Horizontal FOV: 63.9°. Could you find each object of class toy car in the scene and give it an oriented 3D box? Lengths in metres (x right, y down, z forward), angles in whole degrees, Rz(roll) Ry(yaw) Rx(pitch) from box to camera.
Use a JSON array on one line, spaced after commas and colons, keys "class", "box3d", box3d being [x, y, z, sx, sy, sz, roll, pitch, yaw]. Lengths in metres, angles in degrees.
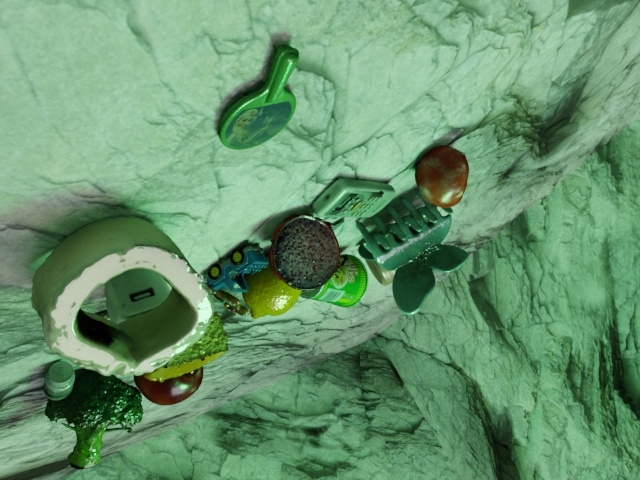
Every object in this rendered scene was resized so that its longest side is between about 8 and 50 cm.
[{"class": "toy car", "box3d": [-0.234, 0.094, 1.474, 0.191, 0.100, 0.097, -32, 164, 15]}]

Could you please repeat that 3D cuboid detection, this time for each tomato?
[{"class": "tomato", "box3d": [0.370, -0.193, 1.563, 0.151, 0.187, 0.187, 2, 149, -18]}]

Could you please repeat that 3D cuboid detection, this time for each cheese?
[{"class": "cheese", "box3d": [-0.395, 0.124, 1.062, 0.292, 0.153, 0.332, -46, 133, -5]}]

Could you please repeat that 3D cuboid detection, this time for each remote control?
[{"class": "remote control", "box3d": [0.107, -0.118, 1.522, 0.140, 0.056, 0.296, -41, 157, 31]}]

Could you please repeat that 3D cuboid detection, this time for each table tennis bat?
[{"class": "table tennis bat", "box3d": [-0.100, -0.251, 0.945, 0.160, 0.039, 0.257, -19, 159, -36]}]

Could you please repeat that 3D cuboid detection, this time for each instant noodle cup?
[{"class": "instant noodle cup", "box3d": [0.025, 0.143, 1.844, 0.207, 0.207, 0.232, -42, 152, 27]}]

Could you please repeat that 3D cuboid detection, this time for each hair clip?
[{"class": "hair clip", "box3d": [0.307, -0.002, 1.777, 0.318, 0.392, 0.239, -29, 133, -3]}]

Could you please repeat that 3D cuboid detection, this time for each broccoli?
[{"class": "broccoli", "box3d": [-0.715, 0.564, 1.648, 0.297, 0.298, 0.297, 7, -175, -1]}]

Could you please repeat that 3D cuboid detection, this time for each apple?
[{"class": "apple", "box3d": [-0.510, 0.442, 1.730, 0.218, 0.219, 0.201, -7, 159, -48]}]

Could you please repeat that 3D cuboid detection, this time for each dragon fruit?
[{"class": "dragon fruit", "box3d": [-0.066, 0.033, 1.480, 0.223, 0.219, 0.148, -32, -166, -27]}]

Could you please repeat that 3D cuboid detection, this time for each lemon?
[{"class": "lemon", "box3d": [-0.145, 0.135, 1.588, 0.244, 0.186, 0.187, -60, 165, -14]}]

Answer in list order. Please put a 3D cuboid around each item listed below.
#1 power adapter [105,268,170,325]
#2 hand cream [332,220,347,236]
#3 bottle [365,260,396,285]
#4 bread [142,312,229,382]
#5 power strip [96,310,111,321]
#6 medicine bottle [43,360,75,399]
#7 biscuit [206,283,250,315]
[{"class": "power adapter", "box3d": [-0.460, 0.166, 1.288, 0.129, 0.125, 0.205, -19, 156, -32]}, {"class": "hand cream", "box3d": [0.000, 0.000, 1.666, 0.204, 0.050, 0.078, -31, 161, -11]}, {"class": "bottle", "box3d": [0.331, 0.033, 2.030, 0.296, 0.173, 0.206, -28, 154, -6]}, {"class": "bread", "box3d": [-0.453, 0.325, 1.572, 0.179, 0.195, 0.340, -41, 159, 26]}, {"class": "power strip", "box3d": [-0.588, 0.233, 1.406, 0.076, 0.028, 0.169, -18, 158, -31]}, {"class": "medicine bottle", "box3d": [-0.761, 0.408, 1.499, 0.080, 0.080, 0.130, -15, 155, -38]}, {"class": "biscuit", "box3d": [-0.284, 0.199, 1.612, 0.031, 0.138, 0.205, -58, 166, -17]}]
